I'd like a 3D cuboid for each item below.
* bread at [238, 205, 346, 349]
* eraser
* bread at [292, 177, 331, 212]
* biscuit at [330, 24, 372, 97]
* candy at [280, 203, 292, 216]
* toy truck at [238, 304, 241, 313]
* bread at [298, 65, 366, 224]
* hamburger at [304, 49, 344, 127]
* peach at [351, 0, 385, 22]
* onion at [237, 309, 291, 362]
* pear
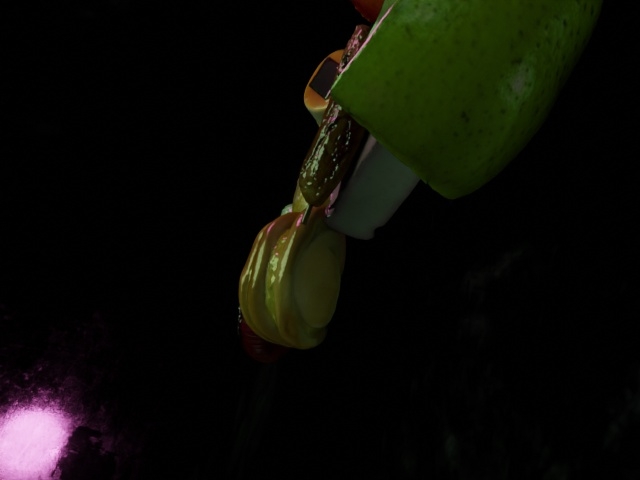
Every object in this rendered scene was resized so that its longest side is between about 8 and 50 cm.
[{"bbox_3d":[-0.066,0.080,1.043,0.270,0.211,0.316,156,124,-77],"label":"bread"},{"bbox_3d":[0.133,-0.213,1.002,0.272,0.122,0.359,-54,17,45],"label":"eraser"},{"bbox_3d":[0.021,-0.123,1.225,0.197,0.170,0.197,-159,90,-81],"label":"bread"},{"bbox_3d":[0.082,-0.483,1.381,0.296,0.075,0.296,-165,90,-80],"label":"biscuit"},{"bbox_3d":[-0.159,0.022,2.140,0.119,0.119,0.440,-80,8,-53],"label":"candy"},{"bbox_3d":[-0.182,0.138,1.807,0.175,0.146,0.367,120,173,-74],"label":"toy truck"},{"bbox_3d":[0.028,-0.192,0.922,0.344,0.084,0.124,-66,11,1],"label":"bread"},{"bbox_3d":[0.079,-0.521,1.679,0.294,0.179,0.276,-55,43,13],"label":"hamburger"},{"bbox_3d":[0.205,-0.646,1.078,0.306,0.380,0.242,-43,-2,-25],"label":"peach"},{"bbox_3d":[-0.120,0.194,1.241,0.161,0.248,0.248,3,64,38],"label":"onion"},{"bbox_3d":[0.174,-0.229,0.548,0.318,0.238,0.342,-51,9,18],"label":"pear"}]
